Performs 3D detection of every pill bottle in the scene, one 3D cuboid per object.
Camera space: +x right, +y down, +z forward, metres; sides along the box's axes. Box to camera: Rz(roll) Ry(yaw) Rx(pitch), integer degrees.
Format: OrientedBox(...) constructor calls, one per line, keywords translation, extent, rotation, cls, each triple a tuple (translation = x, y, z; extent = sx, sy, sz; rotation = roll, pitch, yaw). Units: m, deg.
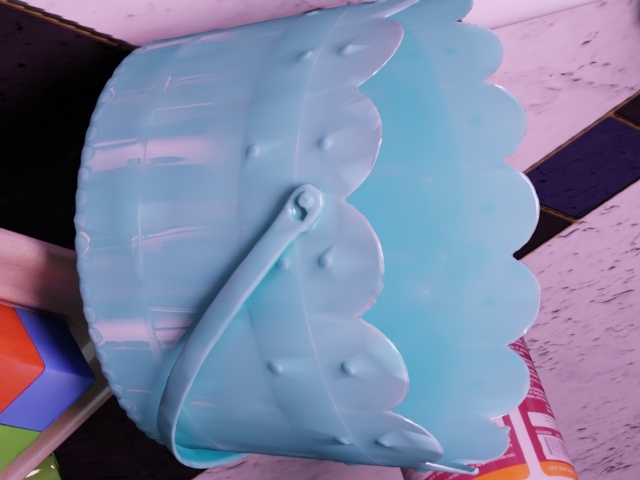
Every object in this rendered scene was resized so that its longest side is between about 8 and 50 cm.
OrientedBox(translation=(0.105, 0.119, 1.361), extent=(0.121, 0.221, 0.121), rotation=(-14, 151, -8), cls="pill bottle")

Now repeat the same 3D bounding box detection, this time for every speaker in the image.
OrientedBox(translation=(0.138, -0.161, 1.068), extent=(0.136, 0.055, 0.055), rotation=(-15, 151, -5), cls="speaker")

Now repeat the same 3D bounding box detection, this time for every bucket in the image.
OrientedBox(translation=(0.000, 0.000, 1.023), extent=(0.183, 0.281, 0.281), rotation=(-3, 158, 24), cls="bucket")

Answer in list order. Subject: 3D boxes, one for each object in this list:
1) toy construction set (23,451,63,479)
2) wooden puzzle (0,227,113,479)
OrientedBox(translation=(-0.270, 0.170, 1.220), extent=(0.308, 0.237, 0.257), rotation=(-2, 148, -25), cls="toy construction set")
OrientedBox(translation=(-0.284, 0.111, 0.979), extent=(0.322, 0.080, 0.348), rotation=(-43, 145, 17), cls="wooden puzzle")
